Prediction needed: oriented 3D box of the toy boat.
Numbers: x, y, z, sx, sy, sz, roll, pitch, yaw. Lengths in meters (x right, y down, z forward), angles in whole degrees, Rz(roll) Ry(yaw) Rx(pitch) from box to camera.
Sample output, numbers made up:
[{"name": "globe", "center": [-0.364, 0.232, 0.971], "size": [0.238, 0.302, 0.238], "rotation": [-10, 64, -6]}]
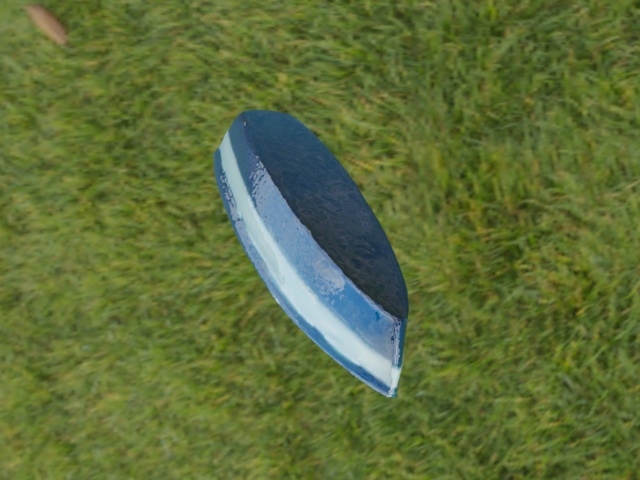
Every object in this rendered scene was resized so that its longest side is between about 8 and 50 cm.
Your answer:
[{"name": "toy boat", "center": [0.000, 0.000, 0.972], "size": [0.299, 0.096, 0.062], "rotation": [58, 134, 42]}]
